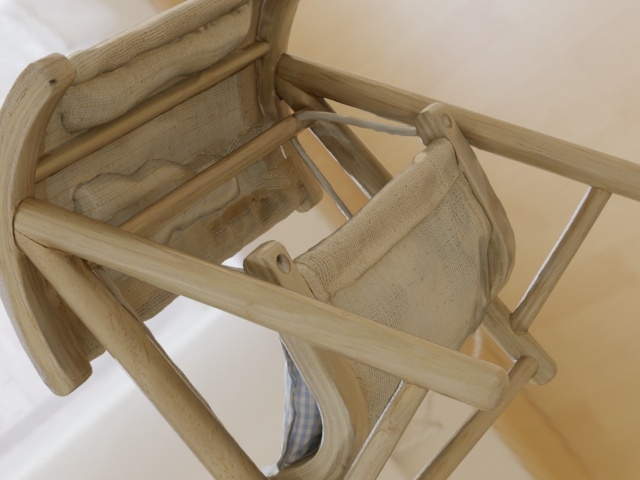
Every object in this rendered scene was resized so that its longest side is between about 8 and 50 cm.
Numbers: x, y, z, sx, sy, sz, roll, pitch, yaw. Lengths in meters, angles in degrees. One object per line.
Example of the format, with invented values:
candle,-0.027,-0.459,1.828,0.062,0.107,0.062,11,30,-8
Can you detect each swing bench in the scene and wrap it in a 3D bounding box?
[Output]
swing bench,0.000,0.000,0.746,0.255,0.253,0.165,35,126,13
